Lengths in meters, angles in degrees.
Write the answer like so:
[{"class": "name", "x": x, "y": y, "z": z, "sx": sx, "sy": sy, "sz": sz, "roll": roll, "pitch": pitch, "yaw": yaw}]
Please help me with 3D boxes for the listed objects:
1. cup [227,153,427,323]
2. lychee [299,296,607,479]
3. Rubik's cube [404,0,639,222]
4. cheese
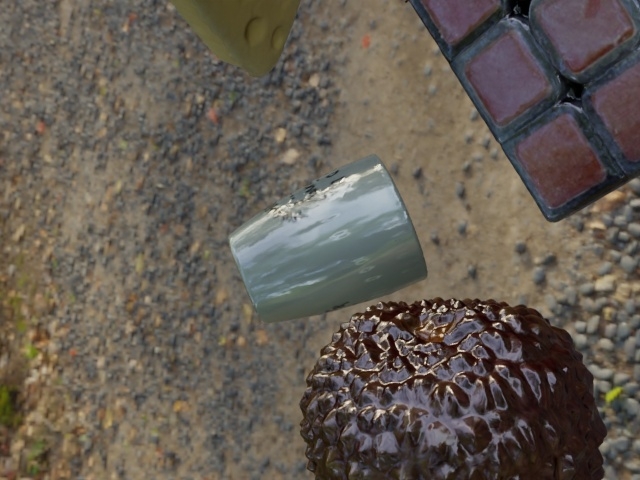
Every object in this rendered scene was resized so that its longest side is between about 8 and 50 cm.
[{"class": "cup", "x": 0.000, "y": 0.000, "z": 1.263, "sx": 0.258, "sy": 0.234, "sz": 0.186, "roll": -112, "pitch": 0, "yaw": -73}, {"class": "lychee", "x": 0.116, "y": 0.178, "z": 0.749, "sx": 0.271, "sy": 0.271, "sz": 0.271, "roll": -22, "pitch": 63, "yaw": 50}, {"class": "Rubik's cube", "x": 0.329, "y": -0.242, "z": 0.916, "sx": 0.305, "sy": 0.301, "sz": 0.304, "roll": -33, "pitch": 84, "yaw": 44}, {"class": "cheese", "x": -0.127, "y": -0.441, "z": 1.490, "sx": 0.104, "sy": 0.384, "sz": 0.384, "roll": 27, "pitch": 104, "yaw": 27}]
